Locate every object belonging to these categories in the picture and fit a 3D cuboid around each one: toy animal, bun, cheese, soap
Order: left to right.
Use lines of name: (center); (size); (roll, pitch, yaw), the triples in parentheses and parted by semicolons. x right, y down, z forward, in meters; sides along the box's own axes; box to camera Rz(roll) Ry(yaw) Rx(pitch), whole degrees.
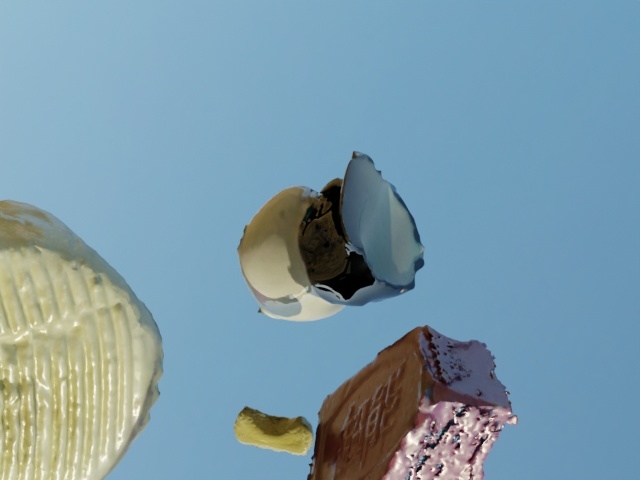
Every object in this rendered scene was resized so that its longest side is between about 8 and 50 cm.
bun: (-0.215, 0.077, 0.966); (0.220, 0.220, 0.134); (-56, -147, 12)
cheese: (-0.046, 0.188, 1.535); (0.083, 0.044, 0.030); (7, -146, 21)
toy animal: (0.000, 0.000, 1.586); (0.179, 0.166, 0.138); (-17, -164, 27)
soap: (0.083, 0.180, 1.404); (0.250, 0.099, 0.162); (-46, -150, 53)
